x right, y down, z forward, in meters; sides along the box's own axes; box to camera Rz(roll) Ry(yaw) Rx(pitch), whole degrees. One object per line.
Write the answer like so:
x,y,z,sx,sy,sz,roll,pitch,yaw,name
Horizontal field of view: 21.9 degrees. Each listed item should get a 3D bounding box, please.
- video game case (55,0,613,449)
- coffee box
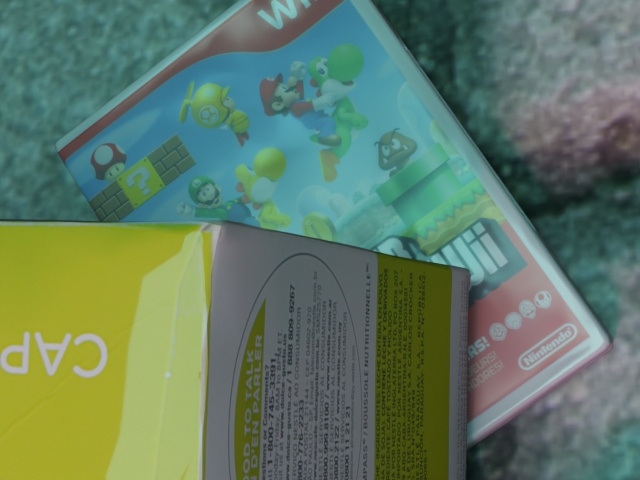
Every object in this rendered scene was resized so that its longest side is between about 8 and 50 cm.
0.000,0.000,0.927,0.204,0.025,0.285,-36,74,10,video game case
-0.137,0.163,0.765,0.338,0.334,0.338,1,86,22,coffee box
